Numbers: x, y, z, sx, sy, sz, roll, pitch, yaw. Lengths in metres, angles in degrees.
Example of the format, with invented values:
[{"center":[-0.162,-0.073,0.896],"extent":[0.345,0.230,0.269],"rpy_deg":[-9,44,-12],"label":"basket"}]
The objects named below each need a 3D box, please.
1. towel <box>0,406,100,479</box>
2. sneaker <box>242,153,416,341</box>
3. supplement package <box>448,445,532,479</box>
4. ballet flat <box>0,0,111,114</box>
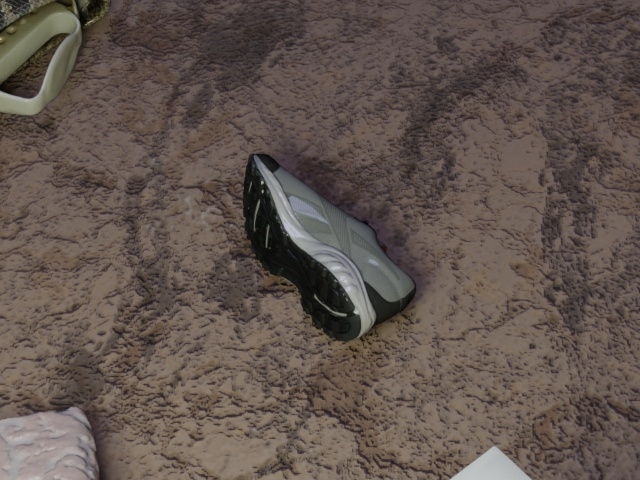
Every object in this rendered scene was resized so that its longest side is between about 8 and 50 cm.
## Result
[{"center":[-0.348,0.274,1.312],"extent":[0.317,0.053,0.332],"rpy_deg":[-9,30,-9],"label":"towel"},{"center":[0.000,0.000,1.606],"extent":[0.108,0.100,0.271],"rpy_deg":[-19,50,-28],"label":"sneaker"},{"center":[0.138,0.309,1.197],"extent":[0.139,0.244,0.134],"rpy_deg":[-32,52,-21],"label":"supplement package"},{"center":[-0.430,-0.198,1.807],"extent":[0.182,0.164,0.483],"rpy_deg":[35,57,9],"label":"ballet flat"}]
